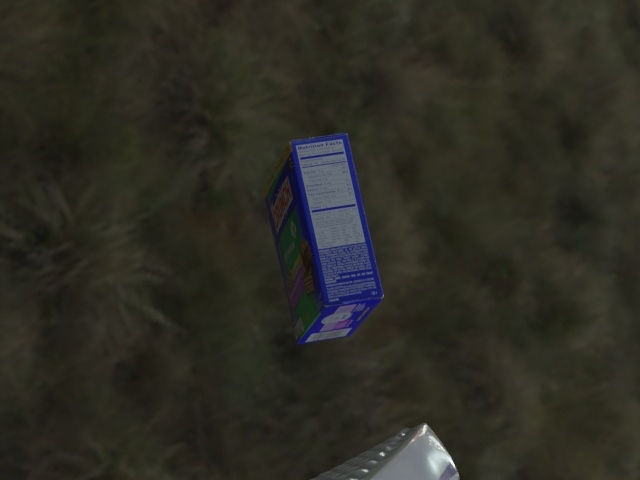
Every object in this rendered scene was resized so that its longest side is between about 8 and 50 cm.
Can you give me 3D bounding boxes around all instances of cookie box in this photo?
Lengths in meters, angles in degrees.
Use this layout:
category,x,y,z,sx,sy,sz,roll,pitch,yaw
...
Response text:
category,x,y,z,sx,sy,sz,roll,pitch,yaw
cookie box,0.000,0.000,1.053,0.092,0.040,0.107,123,-43,-68

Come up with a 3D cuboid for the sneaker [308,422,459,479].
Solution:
category,x,y,z,sx,sy,sz,roll,pitch,yaw
sneaker,0.036,0.161,0.658,0.161,0.102,0.282,64,6,10
